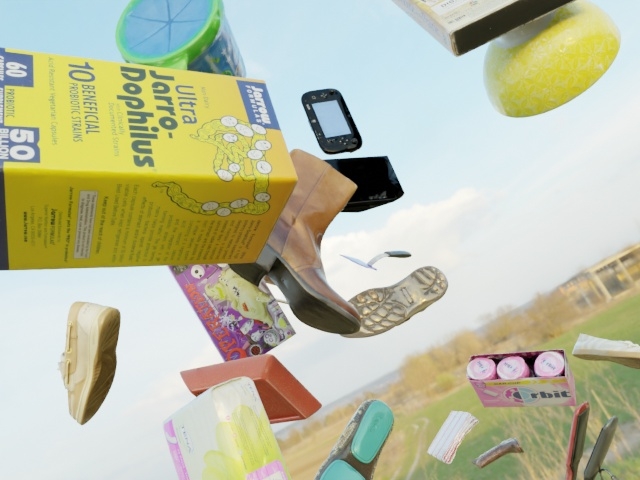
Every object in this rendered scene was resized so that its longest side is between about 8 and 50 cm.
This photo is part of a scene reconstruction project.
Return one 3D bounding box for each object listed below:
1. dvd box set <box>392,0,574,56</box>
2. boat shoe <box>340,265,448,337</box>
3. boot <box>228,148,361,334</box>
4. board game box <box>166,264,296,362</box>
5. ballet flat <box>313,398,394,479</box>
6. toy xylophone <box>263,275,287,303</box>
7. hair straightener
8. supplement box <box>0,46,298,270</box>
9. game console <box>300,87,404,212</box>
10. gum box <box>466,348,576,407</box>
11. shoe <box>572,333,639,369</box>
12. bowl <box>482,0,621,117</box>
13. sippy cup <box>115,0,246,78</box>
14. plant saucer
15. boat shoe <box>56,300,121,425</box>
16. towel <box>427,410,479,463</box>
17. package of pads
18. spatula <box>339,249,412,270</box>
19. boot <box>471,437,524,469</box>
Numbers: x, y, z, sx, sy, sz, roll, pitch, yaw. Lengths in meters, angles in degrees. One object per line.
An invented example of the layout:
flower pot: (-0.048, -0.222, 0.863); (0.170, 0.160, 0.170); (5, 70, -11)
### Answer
dvd box set: (0.319, -0.554, 1.184); (0.307, 0.421, 0.062); (-26, -46, 1)
boat shoe: (0.184, 0.178, 1.484); (0.324, 0.123, 0.116); (-20, -21, -11)
boot: (0.000, 0.000, 1.011); (0.281, 0.264, 0.096); (-62, 5, -37)
board game box: (-0.241, 0.161, 1.537); (0.208, 0.347, 0.056); (-31, -4, -17)
ballet flat: (0.077, 0.680, 1.677); (0.182, 0.164, 0.483); (-53, -3, 41)
toy xylophone: (-0.171, 0.089, 1.822); (0.081, 0.236, 0.322); (-39, -17, 14)
hair straightener: (0.384, 0.349, 0.794); (0.047, 0.231, 0.089); (-5, 17, -43)
supplement box: (-0.242, -0.096, 0.747); (0.356, 0.194, 0.195); (-1, -34, -28)
game console: (0.035, -0.213, 1.279); (0.213, 0.362, 0.044); (-7, -32, -21)
gum box: (0.389, 0.272, 1.106); (0.188, 0.062, 0.107); (-11, -47, 29)
shoe: (0.659, 0.244, 1.269); (0.058, 0.076, 0.219); (-67, 18, -14)
bowl: (0.453, -0.417, 1.186); (0.289, 0.290, 0.156); (-34, -56, 22)
sippy cup: (-0.273, -0.399, 1.208); (0.306, 0.239, 0.224); (-65, -26, -15)
plant saucer: (-0.165, 0.373, 1.341); (0.258, 0.048, 0.259); (-15, -46, 22)
boat shoe: (-0.287, 0.146, 0.688); (0.063, 0.059, 0.170); (-52, -19, -68)
towel: (0.354, 0.531, 1.532); (0.144, 0.029, 0.197); (-52, -7, -13)
package of pads: (-0.159, 0.415, 1.004); (0.101, 0.297, 0.229); (-8, -23, -45)
spatula: (0.168, 0.049, 1.558); (0.296, 0.084, 0.031); (-8, -62, -47)
boot: (0.417, 0.510, 1.338); (0.114, 0.037, 0.106); (-25, -18, -5)
